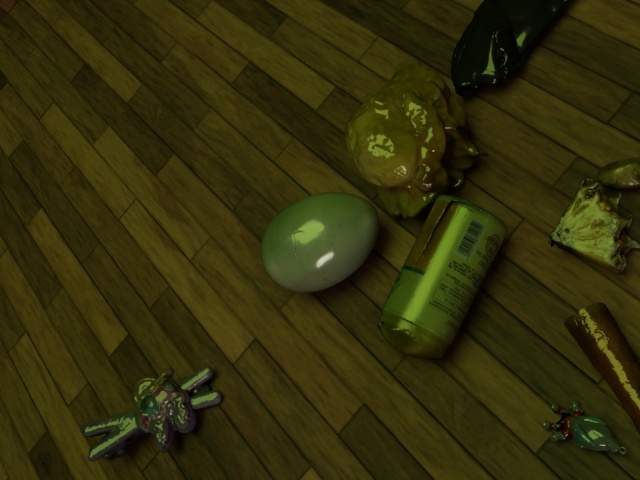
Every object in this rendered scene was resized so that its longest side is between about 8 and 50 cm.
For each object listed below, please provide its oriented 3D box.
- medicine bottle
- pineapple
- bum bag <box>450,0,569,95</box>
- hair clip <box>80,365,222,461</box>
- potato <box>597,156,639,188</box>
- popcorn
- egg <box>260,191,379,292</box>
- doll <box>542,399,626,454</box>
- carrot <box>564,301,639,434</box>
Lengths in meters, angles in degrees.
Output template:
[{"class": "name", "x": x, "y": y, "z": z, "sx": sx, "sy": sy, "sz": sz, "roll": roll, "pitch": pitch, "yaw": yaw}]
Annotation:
[{"class": "medicine bottle", "x": 0.174, "y": 0.059, "z": 1.223, "sx": 0.124, "sy": 0.124, "sz": 0.239, "roll": 24, "pitch": 82, "yaw": 40}, {"class": "pineapple", "x": 0.376, "y": -0.012, "z": 1.153, "sx": 0.116, "sy": 0.069, "sz": 0.137, "roll": -24, "pitch": 57, "yaw": 22}, {"class": "bum bag", "x": 0.324, "y": -0.374, "z": 1.367, "sx": 0.142, "sy": 0.079, "sz": 0.326, "roll": 34, "pitch": 89, "yaw": 44}, {"class": "hair clip", "x": -0.302, "y": 0.314, "z": 1.437, "sx": 0.278, "sy": 0.090, "sz": 0.137, "roll": -33, "pitch": 61, "yaw": 17}, {"class": "potato", "x": 0.438, "y": -0.094, "z": 1.168, "sx": 0.092, "sy": 0.046, "sz": 0.045, "roll": -11, "pitch": 48, "yaw": 41}, {"class": "popcorn", "x": 0.136, "y": -0.161, "z": 1.318, "sx": 0.191, "sy": 0.190, "sz": 0.254, "roll": -33, "pitch": 56, "yaw": 25}, {"class": "egg", "x": 0.000, "y": 0.000, "z": 1.349, "sx": 0.209, "sy": 0.151, "sz": 0.151, "roll": -28, "pitch": 54, "yaw": 18}, {"class": "doll", "x": 0.343, "y": 0.244, "z": 1.066, "sx": 0.057, "sy": 0.039, "sz": 0.114, "roll": -26, "pitch": 28, "yaw": -33}, {"class": "carrot", "x": 0.390, "y": 0.180, "z": 1.061, "sx": 0.061, "sy": 0.061, "sz": 0.210, "roll": -33, "pitch": 57, "yaw": 16}]
